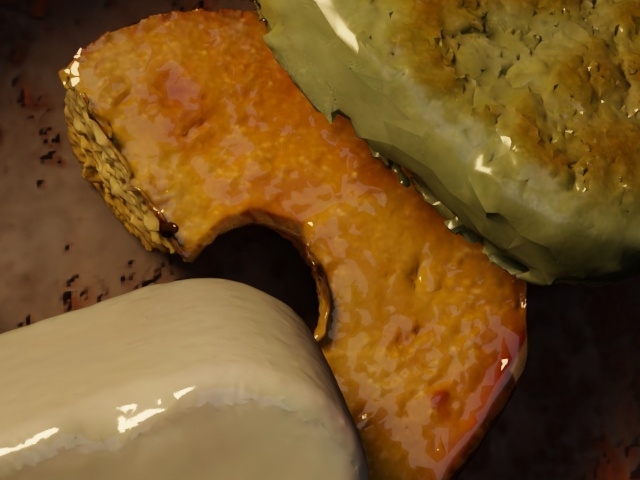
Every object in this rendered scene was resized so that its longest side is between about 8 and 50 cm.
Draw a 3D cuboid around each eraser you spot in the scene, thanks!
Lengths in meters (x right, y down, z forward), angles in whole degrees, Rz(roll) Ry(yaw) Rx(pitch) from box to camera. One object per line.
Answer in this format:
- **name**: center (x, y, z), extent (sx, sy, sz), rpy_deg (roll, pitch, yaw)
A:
- **eraser**: center (-0.107, 0.150, 0.743), extent (0.331, 0.150, 0.331), rpy_deg (-2, 103, -9)

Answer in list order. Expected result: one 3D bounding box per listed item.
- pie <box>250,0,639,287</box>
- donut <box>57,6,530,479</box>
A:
- **pie**: center (0.093, -0.149, 0.878), extent (0.296, 0.078, 0.371), rpy_deg (22, 56, -16)
- **donut**: center (0.006, 0.002, 0.876), extent (0.152, 0.101, 0.259), rpy_deg (-33, 90, -17)
